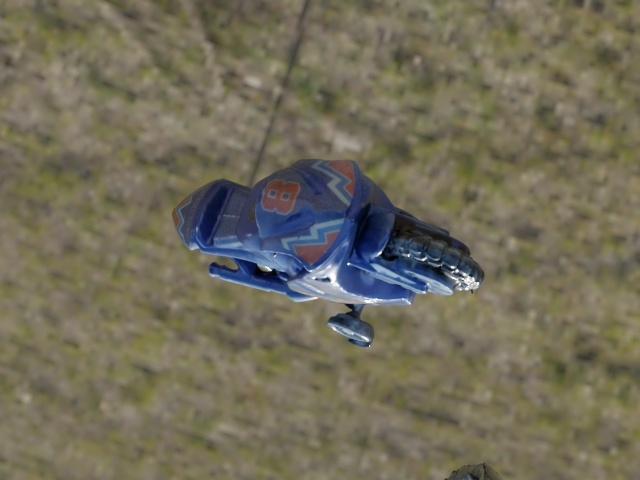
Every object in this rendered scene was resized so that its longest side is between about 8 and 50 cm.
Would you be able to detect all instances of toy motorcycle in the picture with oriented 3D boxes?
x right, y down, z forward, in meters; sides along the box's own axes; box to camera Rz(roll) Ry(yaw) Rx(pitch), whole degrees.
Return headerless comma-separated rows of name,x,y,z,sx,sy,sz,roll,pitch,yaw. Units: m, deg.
toy motorcycle,0.000,0.000,1.004,0.114,0.076,0.205,27,168,-23

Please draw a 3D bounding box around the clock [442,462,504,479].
clock,0.005,0.219,0.809,0.055,0.280,0.280,37,154,0
